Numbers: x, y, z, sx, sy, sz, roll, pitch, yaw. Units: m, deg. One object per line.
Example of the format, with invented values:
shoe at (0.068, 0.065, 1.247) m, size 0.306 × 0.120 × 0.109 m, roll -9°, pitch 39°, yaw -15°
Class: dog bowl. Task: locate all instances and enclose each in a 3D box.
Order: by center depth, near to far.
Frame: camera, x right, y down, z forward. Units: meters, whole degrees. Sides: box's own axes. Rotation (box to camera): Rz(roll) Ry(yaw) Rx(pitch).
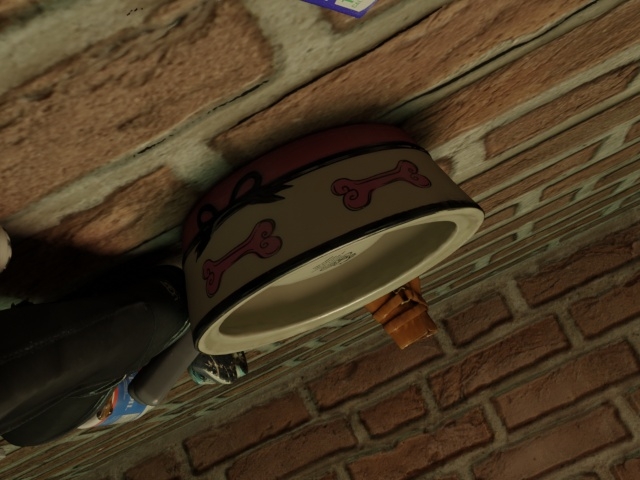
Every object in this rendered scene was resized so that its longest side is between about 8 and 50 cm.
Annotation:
dog bowl at (0.000, 0.000, 0.859) m, size 0.407 × 0.150 × 0.408 m, roll -24°, pitch 164°, yaw -7°

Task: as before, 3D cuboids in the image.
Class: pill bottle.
pill bottle at (-0.396, 0.288, 1.236) m, size 0.124 × 0.124 × 0.221 m, roll -27°, pitch 165°, yaw 8°

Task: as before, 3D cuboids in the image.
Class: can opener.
can opener at (-0.170, 0.145, 0.996) m, size 0.283 × 0.095 × 0.076 m, roll -54°, pitch -163°, yaw -28°

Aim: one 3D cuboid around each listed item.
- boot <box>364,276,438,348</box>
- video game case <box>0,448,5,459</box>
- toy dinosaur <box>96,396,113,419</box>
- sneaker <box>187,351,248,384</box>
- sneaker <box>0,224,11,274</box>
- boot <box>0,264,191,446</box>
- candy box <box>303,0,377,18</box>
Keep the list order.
boot at (0.097, 0.109, 1.217) m, size 0.109 × 0.220 × 0.283 m, roll -36°, pitch 161°, yaw 35°
video game case at (-0.860, 0.515, 1.451) m, size 0.204 × 0.025 × 0.285 m, roll -21°, pitch 163°, yaw -14°
toy dinosaur at (-0.352, 0.196, 1.096) m, size 0.112 × 0.064 × 0.212 m, roll 24°, pitch 92°, yaw -47°
sneaker at (-0.260, 0.304, 1.521) m, size 0.122 × 0.110 × 0.283 m, roll -23°, pitch 164°, yaw 4°
sneaker at (-0.385, 0.027, 0.518) m, size 0.228 × 0.086 × 0.132 m, roll -32°, pitch 161°, yaw -11°
boot at (-0.357, 0.175, 0.708) m, size 0.367 × 0.146 × 0.445 m, roll -41°, pitch 179°, yaw 12°
candy box at (-0.017, -0.221, 0.176) m, size 0.317 × 0.122 × 0.268 m, roll -5°, pitch 155°, yaw -48°
